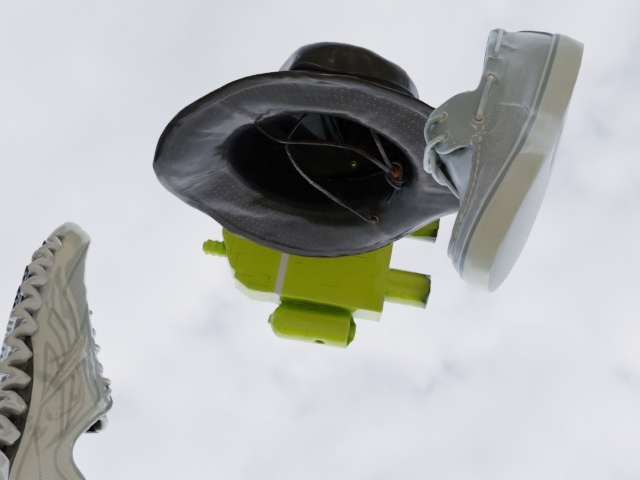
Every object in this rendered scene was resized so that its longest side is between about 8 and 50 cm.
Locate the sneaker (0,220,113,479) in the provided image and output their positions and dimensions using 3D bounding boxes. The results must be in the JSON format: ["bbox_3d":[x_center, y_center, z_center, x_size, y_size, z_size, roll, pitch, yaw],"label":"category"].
[{"bbox_3d":[-0.253,0.122,1.108,0.118,0.110,0.292,15,-118,-12],"label":"sneaker"}]

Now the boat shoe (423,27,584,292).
[{"bbox_3d":[0.104,-0.058,0.717,0.081,0.079,0.228,16,-135,12],"label":"boat shoe"}]

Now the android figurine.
[{"bbox_3d":[0.000,0.000,1.357,0.272,0.056,0.248,8,-110,3],"label":"android figurine"}]

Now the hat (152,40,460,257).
[{"bbox_3d":[0.000,-0.113,1.150,0.331,0.331,0.134,1,-118,8],"label":"hat"}]
